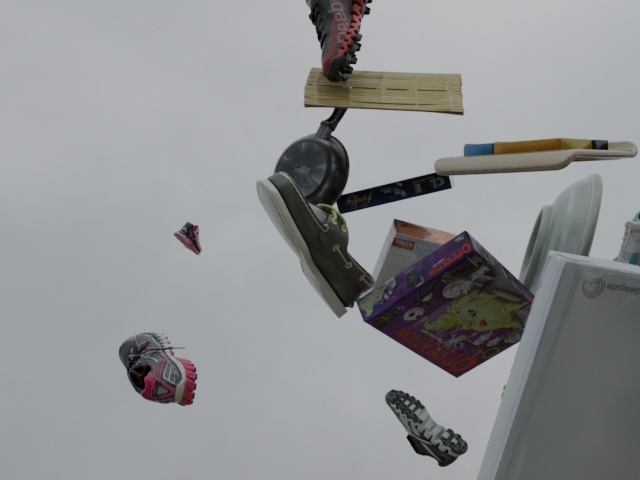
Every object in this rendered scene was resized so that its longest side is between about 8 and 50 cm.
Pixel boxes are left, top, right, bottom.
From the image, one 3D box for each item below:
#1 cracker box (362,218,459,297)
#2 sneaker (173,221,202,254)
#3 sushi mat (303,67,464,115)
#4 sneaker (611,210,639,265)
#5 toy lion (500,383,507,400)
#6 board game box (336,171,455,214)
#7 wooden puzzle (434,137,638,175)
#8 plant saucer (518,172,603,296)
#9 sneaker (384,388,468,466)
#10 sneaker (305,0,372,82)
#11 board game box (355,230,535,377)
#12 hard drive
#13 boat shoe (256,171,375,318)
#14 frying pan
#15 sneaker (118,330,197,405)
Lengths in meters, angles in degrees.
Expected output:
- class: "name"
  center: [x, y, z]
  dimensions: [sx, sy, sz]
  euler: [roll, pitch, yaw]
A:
- class: "cracker box"
  center: [0.200, 0.077, 1.739]
  dimensions: [0.156, 0.067, 0.232]
  euler: [15, -58, -9]
- class: "sneaker"
  center: [-0.300, -0.007, 1.845]
  dimensions: [0.057, 0.047, 0.119]
  euler: [-57, -21, -13]
- class: "sushi mat"
  center: [0.126, -0.299, 1.560]
  dimensions: [0.317, 0.151, 0.019]
  euler: [4, -48, 7]
- class: "sneaker"
  center: [0.561, -0.004, 1.341]
  dimensions: [0.087, 0.092, 0.228]
  euler: [-35, -12, -26]
- class: "toy lion"
  center: [0.286, 0.232, 1.074]
  dimensions: [0.096, 0.034, 0.100]
  euler: [31, -68, -13]
- class: "board game box"
  center: [0.168, -0.108, 1.702]
  dimensions: [0.243, 0.042, 0.165]
  euler: [-13, 3, 14]
- class: "wooden puzzle"
  center: [0.322, -0.131, 1.167]
  dimensions: [0.221, 0.044, 0.239]
  euler: [2, 10, 43]
- class: "plant saucer"
  center: [0.510, 0.035, 1.725]
  dimensions: [0.101, 0.400, 0.400]
  euler: [17, -43, 10]
- class: "sneaker"
  center: [0.239, 0.463, 1.897]
  dimensions: [0.078, 0.234, 0.106]
  euler: [-26, -32, -50]
- class: "sneaker"
  center: [0.026, -0.439, 1.579]
  dimensions: [0.135, 0.276, 0.097]
  euler: [14, -24, -1]
- class: "board game box"
  center: [0.233, 0.120, 1.298]
  dimensions: [0.208, 0.056, 0.347]
  euler: [-31, -37, 20]
- class: "hard drive"
  center: [0.320, 0.199, 0.922]
  dimensions: [0.233, 0.047, 0.353]
  euler: [9, -76, -21]
- class: "boat shoe"
  center: [-0.002, -0.002, 1.185]
  dimensions: [0.091, 0.109, 0.305]
  euler: [-36, -46, -6]
- class: "frying pan"
  center: [0.014, -0.190, 1.662]
  dimensions: [0.326, 0.197, 0.053]
  euler: [-49, -36, 12]
- class: "sneaker"
  center: [-0.373, 0.266, 1.688]
  dimensions: [0.112, 0.299, 0.121]
  euler: [9, -87, -35]
